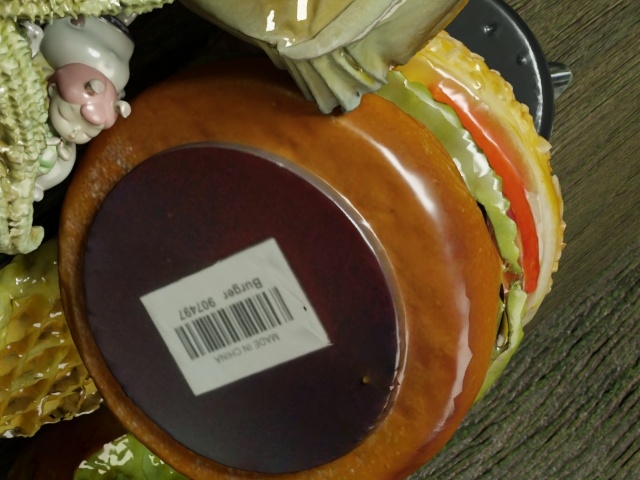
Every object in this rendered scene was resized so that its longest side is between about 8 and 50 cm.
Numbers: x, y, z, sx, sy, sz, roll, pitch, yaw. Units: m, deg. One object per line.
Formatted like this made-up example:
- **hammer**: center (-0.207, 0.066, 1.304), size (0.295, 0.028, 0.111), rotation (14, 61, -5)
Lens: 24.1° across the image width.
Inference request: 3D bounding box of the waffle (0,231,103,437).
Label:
- **waffle**: center (-0.207, 0.074, 1.229), size (0.307, 0.060, 0.312), rotation (-46, 161, 10)

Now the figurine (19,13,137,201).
- **figurine**: center (-0.142, -0.093, 0.914), size (0.146, 0.098, 0.081), rotation (-45, 150, 8)

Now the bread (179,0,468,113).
- **bread**: center (0.010, -0.198, 0.851), size (0.210, 0.192, 0.110), rotation (-47, 164, 9)

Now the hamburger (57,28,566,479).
- **hamburger**: center (0.000, 0.000, 1.043), size (0.330, 0.330, 0.250), rotation (-55, 173, 31)

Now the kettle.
- **kettle**: center (0.096, -0.095, 1.287), size (0.251, 0.207, 0.271), rotation (-55, 169, 12)

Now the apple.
- **apple**: center (-0.172, 0.253, 1.426), size (0.226, 0.246, 0.246), rotation (-36, 163, -48)

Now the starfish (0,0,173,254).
- **starfish**: center (-0.170, -0.113, 0.648), size (0.347, 0.078, 0.358), rotation (-35, 152, 22)
